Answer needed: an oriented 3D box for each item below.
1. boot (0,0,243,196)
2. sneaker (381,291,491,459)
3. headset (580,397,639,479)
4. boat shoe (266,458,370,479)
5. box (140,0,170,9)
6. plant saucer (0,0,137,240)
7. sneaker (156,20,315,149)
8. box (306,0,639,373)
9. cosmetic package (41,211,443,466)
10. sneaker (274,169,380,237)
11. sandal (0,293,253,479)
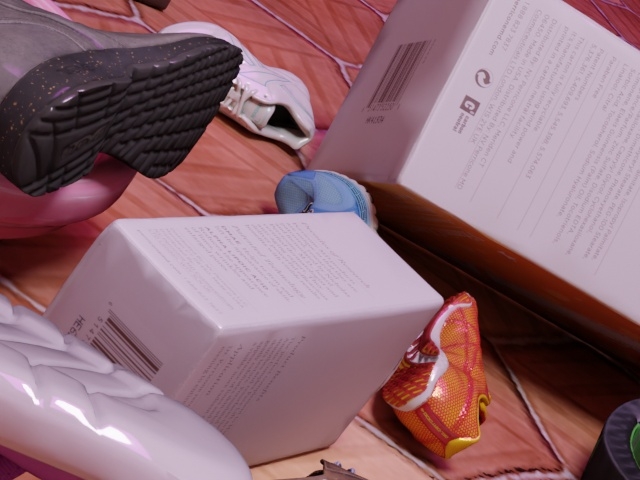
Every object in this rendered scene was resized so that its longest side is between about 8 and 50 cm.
[{"bbox_3d":[-0.148,-0.104,0.956,0.161,0.083,0.246,35,18,14],"label":"boot"},{"bbox_3d":[0.077,0.086,1.181,0.067,0.064,0.175,53,22,-12],"label":"sneaker"},{"bbox_3d":[0.341,0.240,1.182,0.394,0.185,0.243,29,23,30],"label":"headset"},{"bbox_3d":[0.011,0.140,0.917,0.183,0.066,0.066,13,28,-47],"label":"boat shoe"},{"bbox_3d":[-0.236,-0.339,1.413,0.381,0.191,0.143,18,27,-40],"label":"box"},{"bbox_3d":[-0.256,-0.103,1.009,0.332,0.084,0.332,32,20,-13],"label":"plant saucer"},{"bbox_3d":[-0.062,-0.117,1.398,0.152,0.054,0.061,23,26,-32],"label":"sneaker"},{"bbox_3d":[0.197,-0.032,1.351,0.345,0.168,0.215,29,-6,-16],"label":"box"},{"bbox_3d":[-0.044,0.053,0.953,0.085,0.117,0.231,45,21,20],"label":"cosmetic package"},{"bbox_3d":[0.000,0.000,1.223,0.073,0.063,0.162,19,26,-32],"label":"sneaker"},{"bbox_3d":[-0.223,0.040,0.736,0.416,0.102,0.169,24,4,5],"label":"sandal"}]
